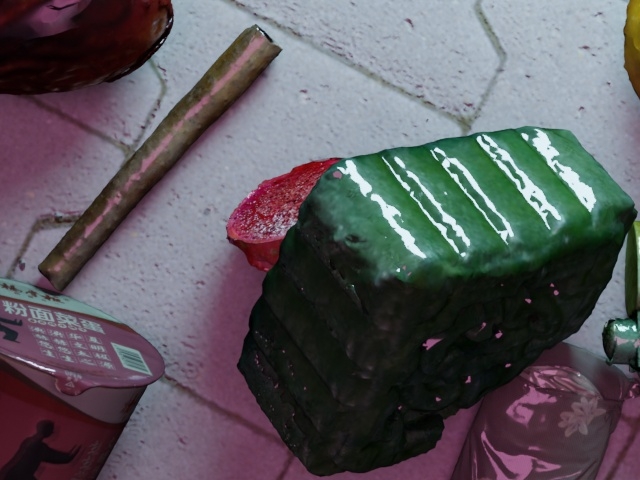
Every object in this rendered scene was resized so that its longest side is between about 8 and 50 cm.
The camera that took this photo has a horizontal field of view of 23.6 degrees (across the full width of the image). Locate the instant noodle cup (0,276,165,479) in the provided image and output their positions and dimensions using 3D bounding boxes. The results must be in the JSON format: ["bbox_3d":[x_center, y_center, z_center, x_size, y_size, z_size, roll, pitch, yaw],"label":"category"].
[{"bbox_3d":[-0.286,0.155,1.437,0.234,0.235,0.179,24,101,3],"label":"instant noodle cup"}]

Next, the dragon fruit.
[{"bbox_3d":[0.000,0.000,1.469,0.153,0.153,0.111,-26,119,3],"label":"dragon fruit"}]

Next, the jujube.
[{"bbox_3d":[-0.257,-0.231,1.451,0.243,0.183,0.183,-10,90,2],"label":"jujube"}]

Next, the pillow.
[{"bbox_3d":[0.204,0.222,1.486,0.169,0.059,0.255,18,90,0],"label":"pillow"}]

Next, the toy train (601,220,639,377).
[{"bbox_3d":[0.421,0.064,1.439,0.307,0.126,0.190,2,90,4],"label":"toy train"}]

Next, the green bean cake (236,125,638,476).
[{"bbox_3d":[0.108,0.057,1.397,0.307,0.300,0.169,-14,53,-32],"label":"green bean cake"}]

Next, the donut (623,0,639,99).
[{"bbox_3d":[0.428,-0.195,1.424,0.277,0.108,0.278,-3,106,-10],"label":"donut"}]

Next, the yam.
[{"bbox_3d":[-0.161,-0.082,1.510,0.327,0.045,0.045,-48,129,4],"label":"yam"}]
